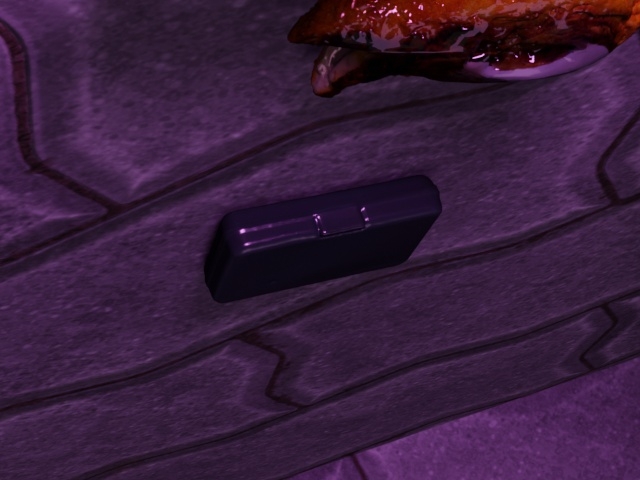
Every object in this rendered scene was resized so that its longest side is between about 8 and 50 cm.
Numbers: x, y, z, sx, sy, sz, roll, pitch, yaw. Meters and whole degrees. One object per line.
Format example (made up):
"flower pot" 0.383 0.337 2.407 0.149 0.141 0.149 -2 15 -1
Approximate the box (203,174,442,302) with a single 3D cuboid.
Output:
"box" 0.000 0.000 1.431 0.230 0.050 0.160 -11 160 -18

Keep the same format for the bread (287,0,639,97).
"bread" 0.111 -0.169 1.032 0.268 0.095 0.139 -5 159 4
